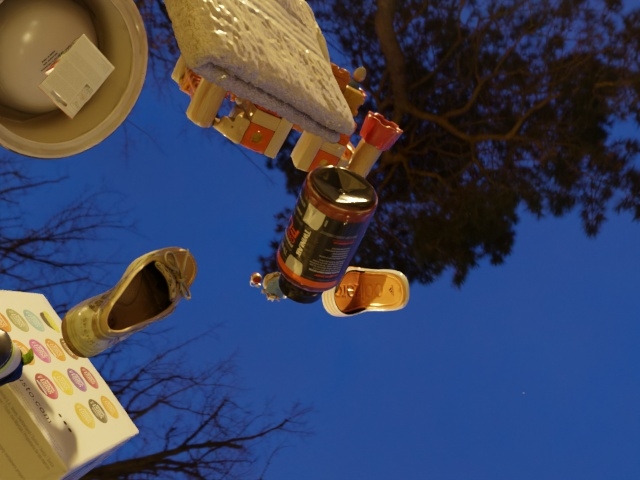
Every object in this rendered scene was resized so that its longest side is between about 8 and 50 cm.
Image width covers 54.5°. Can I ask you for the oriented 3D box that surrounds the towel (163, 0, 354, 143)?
[{"bbox_3d":[-0.058,-0.211,0.626,0.049,0.282,0.187,-26,-106,24],"label":"towel"}]

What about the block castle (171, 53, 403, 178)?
[{"bbox_3d":[-0.066,-0.318,1.315,0.213,0.453,0.303,-58,-147,21],"label":"block castle"}]

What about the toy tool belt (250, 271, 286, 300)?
[{"bbox_3d":[-0.085,0.086,1.144,0.052,0.083,0.051,-66,-155,22],"label":"toy tool belt"}]

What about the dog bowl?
[{"bbox_3d":[-0.571,-0.385,1.292,0.150,0.408,0.408,32,-92,29],"label":"dog bowl"}]

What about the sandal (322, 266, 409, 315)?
[{"bbox_3d":[0.064,0.098,1.227,0.265,0.076,0.102,-14,-101,55],"label":"sandal"}]

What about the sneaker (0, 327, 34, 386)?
[{"bbox_3d":[-0.451,0.179,0.713,0.234,0.097,0.084,-21,-121,-11],"label":"sneaker"}]

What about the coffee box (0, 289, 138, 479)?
[{"bbox_3d":[-0.575,0.311,1.025,0.338,0.334,0.338,-38,-97,-4],"label":"coffee box"}]

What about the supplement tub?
[{"bbox_3d":[0.000,0.000,0.877,0.106,0.106,0.198,41,-50,22],"label":"supplement tub"}]

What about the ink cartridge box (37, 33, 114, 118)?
[{"bbox_3d":[-0.345,-0.227,0.870,0.029,0.063,0.115,-7,-133,39],"label":"ink cartridge box"}]

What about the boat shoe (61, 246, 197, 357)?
[{"bbox_3d":[-0.266,0.085,0.962,0.089,0.285,0.105,-20,-74,29],"label":"boat shoe"}]
